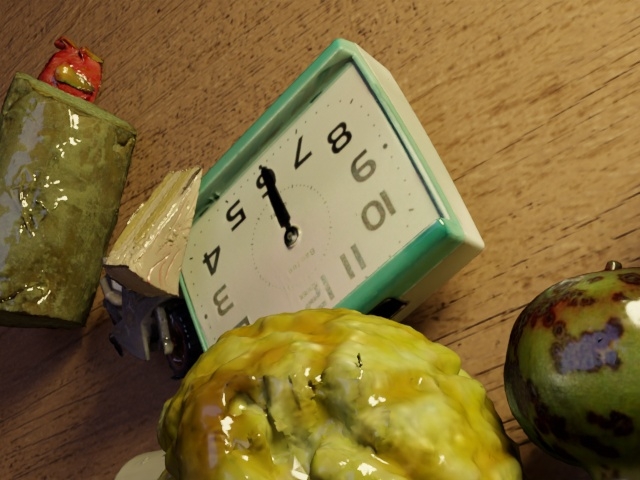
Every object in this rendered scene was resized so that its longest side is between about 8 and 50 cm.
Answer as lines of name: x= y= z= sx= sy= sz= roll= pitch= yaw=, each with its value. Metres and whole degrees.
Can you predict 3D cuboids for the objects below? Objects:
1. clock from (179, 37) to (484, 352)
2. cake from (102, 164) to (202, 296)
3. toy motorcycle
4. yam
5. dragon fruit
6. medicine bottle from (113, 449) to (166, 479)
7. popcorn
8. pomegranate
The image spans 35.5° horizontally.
clock: x=0.000 y=0.000 z=0.854 sx=0.262 sy=0.116 sz=0.231 roll=-44 pitch=51 yaw=25
cake: x=-0.137 y=-0.009 z=0.885 sx=0.052 sy=0.065 sz=0.121 roll=1 pitch=55 yaw=43
toy motorcycle: x=-0.175 y=0.057 z=1.001 sx=0.215 sy=0.080 sz=0.122 roll=21 pitch=114 yaw=55
yam: x=-0.314 y=-0.042 z=1.148 sx=0.168 sy=0.168 sz=0.304 roll=3 pitch=75 yaw=46
dragon fruit: x=-0.344 y=-0.211 z=1.325 sx=0.112 sy=0.068 sz=0.126 roll=-25 pitch=55 yaw=37
medicine bottle: x=-0.093 y=0.221 z=0.846 sx=0.168 sy=0.105 sz=0.105 roll=-20 pitch=59 yaw=39
popcorn: x=0.005 y=0.172 z=0.653 sx=0.282 sy=0.247 sz=0.282 roll=-10 pitch=76 yaw=47
pomegranate: x=0.181 y=0.099 z=0.606 sx=0.149 sy=0.149 sz=0.169 roll=10 pitch=97 yaw=48
